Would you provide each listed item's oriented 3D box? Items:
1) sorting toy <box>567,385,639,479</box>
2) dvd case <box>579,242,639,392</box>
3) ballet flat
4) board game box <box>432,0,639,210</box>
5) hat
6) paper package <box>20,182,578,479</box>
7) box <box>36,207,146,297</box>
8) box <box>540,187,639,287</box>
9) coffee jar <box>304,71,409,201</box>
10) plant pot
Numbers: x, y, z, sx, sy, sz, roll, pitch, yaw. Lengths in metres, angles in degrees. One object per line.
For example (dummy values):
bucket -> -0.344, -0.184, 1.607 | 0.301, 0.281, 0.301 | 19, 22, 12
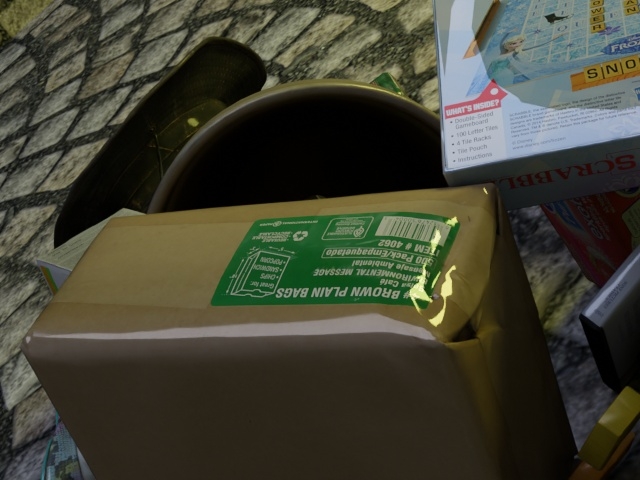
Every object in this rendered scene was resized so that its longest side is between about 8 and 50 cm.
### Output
sorting toy -> 0.272, 0.046, 1.110 | 0.041, 0.229, 0.307 | 36, 71, 19
dvd case -> 0.293, -0.005, 1.160 | 0.022, 0.180, 0.253 | 38, 84, 25
ballet flat -> -0.245, 0.215, 1.598 | 0.079, 0.077, 0.221 | -13, 30, 4
board game box -> 0.240, -0.187, 1.110 | 0.319, 0.066, 0.318 | -10, 55, 14
hat -> -0.133, -0.054, 1.675 | 0.134, 0.331, 0.331 | 35, 70, 20
paper package -> -0.004, 0.127, 1.123 | 0.325, 0.309, 0.168 | -3, 40, 25
box -> -0.183, 0.086, 1.543 | 0.114, 0.203, 0.103 | -32, 23, -24
box -> 0.240, -0.077, 1.252 | 0.128, 0.257, 0.123 | -43, 29, -9
coffee jar -> 0.028, -0.108, 1.747 | 0.184, 0.079, 0.096 | -35, 27, 6
plant pot -> 0.000, 0.000, 1.423 | 0.323, 0.323, 0.280 | -36, 11, 5
